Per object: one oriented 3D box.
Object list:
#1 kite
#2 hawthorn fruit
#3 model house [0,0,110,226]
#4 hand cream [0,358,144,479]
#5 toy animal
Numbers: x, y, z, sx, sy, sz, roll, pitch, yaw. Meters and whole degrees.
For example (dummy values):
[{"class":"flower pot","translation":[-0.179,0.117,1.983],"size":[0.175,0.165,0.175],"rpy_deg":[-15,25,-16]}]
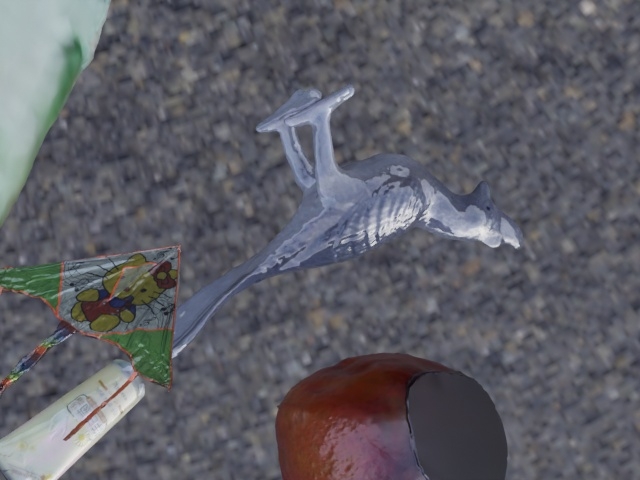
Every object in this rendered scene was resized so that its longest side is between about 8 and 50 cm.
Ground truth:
[{"class":"kite","translation":[-0.178,0.066,1.194],"size":[0.244,0.198,0.006],"rpy_deg":[-40,139,-34]},{"class":"hawthorn fruit","translation":[0.041,0.184,1.682],"size":[0.189,0.251,0.190],"rpy_deg":[-24,122,-46]},{"class":"model house","translation":[-0.279,-0.036,0.562],"size":[0.325,0.267,0.194],"rpy_deg":[4,146,31]},{"class":"hand cream","translation":[-0.203,0.149,1.491],"size":[0.143,0.039,0.061],"rpy_deg":[-41,106,-29]},{"class":"toy animal","translation":[0.009,-0.038,1.661],"size":[0.367,0.081,0.206],"rpy_deg":[-17,108,-16]}]
